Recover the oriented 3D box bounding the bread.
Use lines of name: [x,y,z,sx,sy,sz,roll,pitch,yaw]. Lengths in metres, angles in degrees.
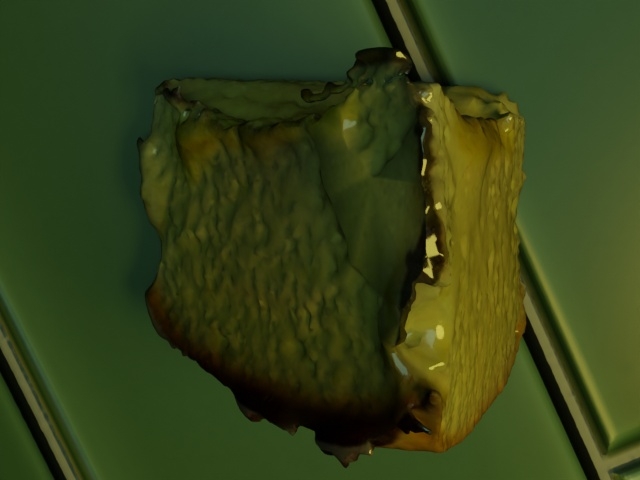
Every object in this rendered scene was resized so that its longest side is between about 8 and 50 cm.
bread: [0.000,0.000,0.426,0.169,0.160,0.140,2,99,4]
